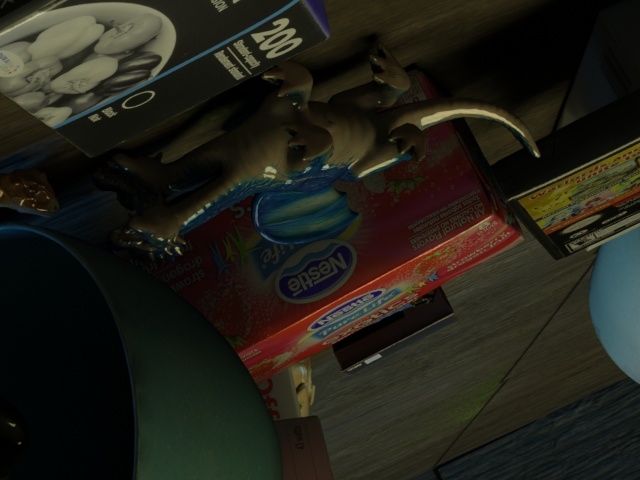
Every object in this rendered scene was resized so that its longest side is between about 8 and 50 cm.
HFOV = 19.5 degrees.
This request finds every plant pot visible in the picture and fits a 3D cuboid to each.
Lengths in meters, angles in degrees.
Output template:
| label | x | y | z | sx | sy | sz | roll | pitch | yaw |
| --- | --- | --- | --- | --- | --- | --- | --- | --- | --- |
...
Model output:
| label | x | y | z | sx | sy | sz | roll | pitch | yaw |
| --- | --- | --- | --- | --- | --- | --- | --- | --- | --- |
| plant pot | 0.393 | -0.008 | 1.816 | 0.256 | 0.256 | 0.274 | -25 | 151 | -7 |
| plant pot | -0.137 | 0.146 | 1.174 | 0.195 | 0.290 | 0.290 | 12 | 142 | -45 |

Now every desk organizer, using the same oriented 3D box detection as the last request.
| label | x | y | z | sx | sy | sz | roll | pitch | yaw |
| --- | --- | --- | --- | --- | --- | --- | --- | --- | --- |
| desk organizer | 0.072 | 0.086 | 1.908 | 0.130 | 0.050 | 0.047 | -28 | 166 | 6 |

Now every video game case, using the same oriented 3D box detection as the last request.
| label | x | y | z | sx | sy | sz | roll | pitch | yaw |
| --- | --- | --- | --- | --- | --- | --- | --- | --- | --- |
| video game case | 0.269 | -0.077 | 1.335 | 0.275 | 0.035 | 0.248 | -26 | 165 | 9 |

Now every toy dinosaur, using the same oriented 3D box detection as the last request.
| label | x | y | z | sx | sy | sz | roll | pitch | yaw |
| --- | --- | --- | --- | --- | --- | --- | --- | --- | --- |
| toy dinosaur | -0.254 | 0.003 | 1.057 | 0.211 | 0.064 | 0.112 | -21 | 141 | -35 |

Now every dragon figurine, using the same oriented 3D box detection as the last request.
| label | x | y | z | sx | sy | sz | roll | pitch | yaw |
| --- | --- | --- | --- | --- | --- | --- | --- | --- | --- |
| dragon figurine | -0.006 | -0.053 | 1.192 | 0.289 | 0.085 | 0.144 | -9 | 161 | -37 |

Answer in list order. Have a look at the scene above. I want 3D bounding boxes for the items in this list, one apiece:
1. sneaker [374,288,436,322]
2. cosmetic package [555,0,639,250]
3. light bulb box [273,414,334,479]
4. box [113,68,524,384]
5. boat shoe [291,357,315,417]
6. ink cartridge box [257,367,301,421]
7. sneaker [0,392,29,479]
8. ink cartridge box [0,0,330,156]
| label | x | y | z | sx | sy | sz | roll | pitch | yaw |
| --- | --- | --- | --- | --- | --- | --- | --- | --- | --- |
| sneaker | 0.056 | 0.046 | 1.713 | 0.084 | 0.058 | 0.152 | -28 | 171 | 31 |
| cosmetic package | 0.345 | -0.136 | 1.515 | 0.284 | 0.097 | 0.377 | -27 | 166 | -7 |
| light bulb box | -0.147 | 0.323 | 1.338 | 0.361 | 0.225 | 0.358 | -7 | -156 | -4 |
| box | 0.000 | 0.000 | 1.323 | 0.257 | 0.122 | 0.128 | -29 | 165 | 10 |
| boat shoe | -0.050 | 0.167 | 1.884 | 0.109 | 0.098 | 0.302 | -23 | 166 | -13 |
| ink cartridge box | -0.137 | 0.232 | 1.643 | 0.270 | 0.198 | 0.197 | -12 | 164 | -3 |
| sneaker | -0.276 | 0.077 | 0.988 | 0.124 | 0.107 | 0.283 | 13 | 178 | 41 |
| ink cartridge box | -0.063 | -0.125 | 0.927 | 0.208 | 0.045 | 0.206 | -29 | 165 | 5 |
